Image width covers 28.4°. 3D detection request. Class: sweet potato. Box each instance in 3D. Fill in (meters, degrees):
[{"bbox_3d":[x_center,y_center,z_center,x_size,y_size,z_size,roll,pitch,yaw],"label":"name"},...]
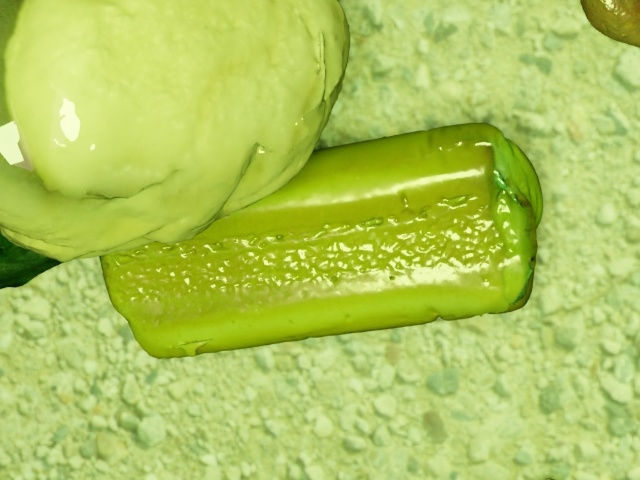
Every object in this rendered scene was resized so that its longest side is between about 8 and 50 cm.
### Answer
[{"bbox_3d":[0.208,-0.241,1.046,0.218,0.051,0.065,44,105,2],"label":"sweet potato"}]

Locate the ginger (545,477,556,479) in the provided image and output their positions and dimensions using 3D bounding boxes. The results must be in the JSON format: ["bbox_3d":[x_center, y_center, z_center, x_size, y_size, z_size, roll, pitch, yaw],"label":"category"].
[{"bbox_3d":[0.265,0.368,1.059,0.166,0.333,0.080,10,142,-20],"label":"ginger"}]

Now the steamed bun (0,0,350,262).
[{"bbox_3d":[-0.148,-0.169,0.983,0.230,0.325,0.372,-22,73,53],"label":"steamed bun"}]

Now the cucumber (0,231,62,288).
[{"bbox_3d":[-0.272,-0.038,1.138,0.325,0.105,0.145,-23,92,10],"label":"cucumber"}]

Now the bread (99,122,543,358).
[{"bbox_3d":[0.000,0.000,1.085,0.384,0.112,0.166,-9,106,12],"label":"bread"}]
